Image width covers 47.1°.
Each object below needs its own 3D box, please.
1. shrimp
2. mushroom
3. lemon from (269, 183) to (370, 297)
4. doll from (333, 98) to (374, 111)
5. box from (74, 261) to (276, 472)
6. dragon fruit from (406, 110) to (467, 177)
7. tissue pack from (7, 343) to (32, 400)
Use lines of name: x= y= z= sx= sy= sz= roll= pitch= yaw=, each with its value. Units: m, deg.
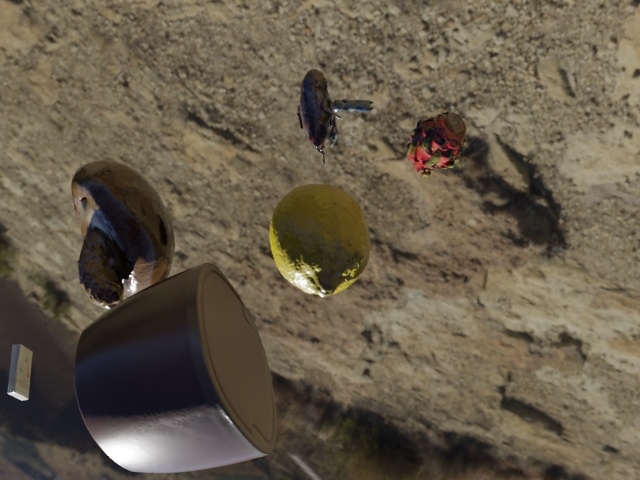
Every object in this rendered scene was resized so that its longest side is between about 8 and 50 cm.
shrimp: x=-0.004 y=-0.245 z=1.469 sx=0.074 sy=0.073 sz=0.191 roll=-9 pitch=92 yaw=60
mushroom: x=-0.453 y=-0.026 z=1.670 sx=0.345 sy=0.239 sz=0.346 roll=2 pitch=93 yaw=46
lemon: x=0.000 y=0.000 z=1.789 sx=0.245 sy=0.320 sz=0.245 roll=-7 pitch=142 yaw=-5
doll: x=0.095 y=-0.392 z=2.133 sx=0.125 sy=0.037 sz=0.027 roll=-3 pitch=177 yaw=-9
box: x=-0.214 y=0.208 z=1.114 sx=0.216 sy=0.301 sz=0.301 roll=-20 pitch=129 yaw=10
dragon fruit: x=0.326 y=-0.271 z=2.079 sx=0.166 sy=0.160 sz=0.172 roll=3 pitch=153 yaw=-41
tissue pack: x=-0.631 y=0.277 z=1.544 sx=0.023 sy=0.108 sz=0.056 roll=-10 pitch=150 yaw=6
